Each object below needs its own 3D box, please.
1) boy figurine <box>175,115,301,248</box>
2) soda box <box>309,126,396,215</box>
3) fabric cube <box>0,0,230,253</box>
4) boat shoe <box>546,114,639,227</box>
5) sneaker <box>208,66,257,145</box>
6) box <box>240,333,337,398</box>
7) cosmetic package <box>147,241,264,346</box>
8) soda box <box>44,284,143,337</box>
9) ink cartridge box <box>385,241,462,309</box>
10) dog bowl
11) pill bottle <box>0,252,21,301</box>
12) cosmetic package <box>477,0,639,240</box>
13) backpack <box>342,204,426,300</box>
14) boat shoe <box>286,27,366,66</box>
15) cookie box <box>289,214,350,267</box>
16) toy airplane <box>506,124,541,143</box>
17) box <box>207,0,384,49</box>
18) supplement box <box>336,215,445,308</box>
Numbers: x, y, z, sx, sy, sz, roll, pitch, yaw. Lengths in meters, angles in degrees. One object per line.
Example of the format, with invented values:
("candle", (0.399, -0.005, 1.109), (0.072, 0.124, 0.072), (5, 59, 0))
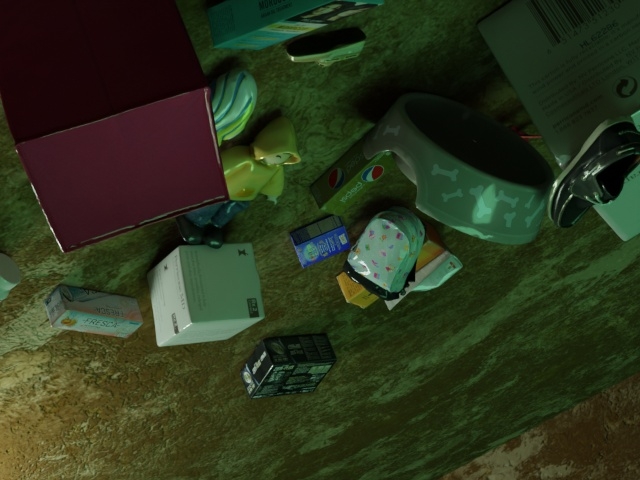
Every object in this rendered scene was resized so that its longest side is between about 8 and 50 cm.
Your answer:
("boy figurine", (-0.128, -0.103, 1.823), (0.177, 0.092, 0.285), (17, 133, -44))
("soda box", (0.066, -0.126, 1.946), (0.181, 0.058, 0.061), (-42, 145, 26))
("fabric cube", (-0.291, -0.185, 1.433), (0.259, 0.258, 0.254), (-18, 147, -10))
("boat shoe", (0.423, -0.088, 1.608), (0.084, 0.079, 0.233), (-8, 146, -26))
("sneaker", (-0.203, -0.179, 1.630), (0.240, 0.091, 0.126), (-44, 164, 30))
("box", (-0.076, 0.297, 2.454), (0.180, 0.077, 0.147), (-2, 142, -32))
("cosmetic package", (-0.218, 0.102, 1.956), (0.151, 0.151, 0.184), (-3, 163, -30))
("soda box", (-0.432, 0.137, 1.996), (0.058, 0.063, 0.183), (-43, 145, 26))
("ink cartridge box", (0.217, 0.084, 2.255), (0.179, 0.145, 0.045), (-44, 103, 6))
("dog bowl", (0.249, -0.137, 1.805), (0.349, 0.349, 0.102), (5, 124, -38))
("pill bottle", (-0.589, 0.085, 1.800), (0.137, 0.078, 0.078), (-36, 146, 17))
("cosmetic package", (0.538, -0.265, 1.801), (0.329, 0.327, 0.394), (-34, 147, 17))
("backpack", (0.139, 0.021, 2.122), (0.182, 0.152, 0.115), (-63, 171, 26))
("boat shoe", (0.010, -0.300, 1.659), (0.135, 0.050, 0.045), (-13, 141, -17))
("cookie box", (0.000, 0.000, 2.103), (0.107, 0.040, 0.092), (-23, 148, -3))
("toy airplane", (0.386, -0.204, 2.026), (0.151, 0.028, 0.151), (5, 176, 0))
("box", (-0.038, -0.327, 1.455), (0.244, 0.060, 0.100), (-10, 179, 41))
("supplement box", (0.149, 0.050, 2.244), (0.233, 0.080, 0.078), (-39, 145, 20))
